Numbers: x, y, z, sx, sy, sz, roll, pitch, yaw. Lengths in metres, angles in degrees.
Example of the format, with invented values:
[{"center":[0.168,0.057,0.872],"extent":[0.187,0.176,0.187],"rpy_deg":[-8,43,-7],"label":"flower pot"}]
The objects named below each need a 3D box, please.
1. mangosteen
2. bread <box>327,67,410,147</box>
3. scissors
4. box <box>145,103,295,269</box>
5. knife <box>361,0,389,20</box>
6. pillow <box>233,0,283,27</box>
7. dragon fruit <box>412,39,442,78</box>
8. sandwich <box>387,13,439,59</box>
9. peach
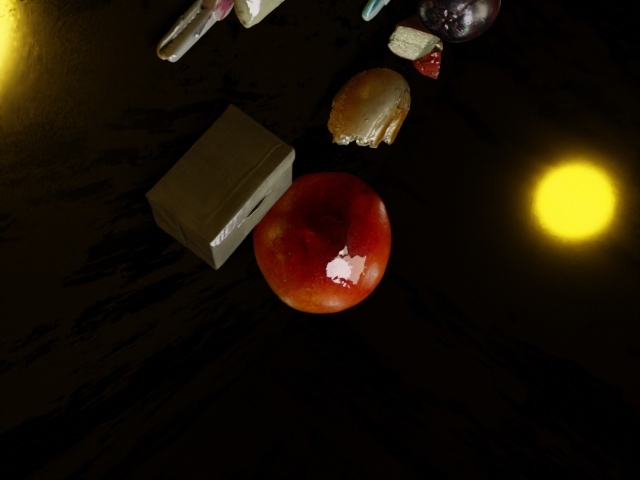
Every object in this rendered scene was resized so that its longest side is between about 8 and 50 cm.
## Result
[{"center":[0.345,-0.604,1.805],"extent":[0.216,0.216,0.216],"rpy_deg":[-52,170,-13],"label":"mangosteen"},{"center":[0.128,-0.341,1.816],"extent":[0.192,0.171,0.314],"rpy_deg":[-61,169,25],"label":"bread"},{"center":[-0.138,-0.331,0.992],"extent":[0.242,0.030,0.118],"rpy_deg":[-54,169,-19],"label":"scissors"},{"center":[-0.171,-0.092,1.305],"extent":[0.231,0.155,0.149],"rpy_deg":[-52,171,-18],"label":"box"},{"center":[0.163,-0.570,1.597],"extent":[0.222,0.031,0.064],"rpy_deg":[-53,167,-7],"label":"knife"},{"center":[-0.038,-0.448,0.913],"extent":[0.281,0.076,0.274],"rpy_deg":[-49,157,-13],"label":"pillow"},{"center":[0.327,-0.581,2.223],"extent":[0.162,0.083,0.106],"rpy_deg":[-81,-177,-46],"label":"dragon fruit"},{"center":[0.271,-0.560,1.985],"extent":[0.258,0.096,0.094],"rpy_deg":[-39,168,-48],"label":"sandwich"},{"center":[0.000,0.000,1.865],"extent":[0.388,0.388,0.388],"rpy_deg":[-52,170,-13],"label":"peach"}]
